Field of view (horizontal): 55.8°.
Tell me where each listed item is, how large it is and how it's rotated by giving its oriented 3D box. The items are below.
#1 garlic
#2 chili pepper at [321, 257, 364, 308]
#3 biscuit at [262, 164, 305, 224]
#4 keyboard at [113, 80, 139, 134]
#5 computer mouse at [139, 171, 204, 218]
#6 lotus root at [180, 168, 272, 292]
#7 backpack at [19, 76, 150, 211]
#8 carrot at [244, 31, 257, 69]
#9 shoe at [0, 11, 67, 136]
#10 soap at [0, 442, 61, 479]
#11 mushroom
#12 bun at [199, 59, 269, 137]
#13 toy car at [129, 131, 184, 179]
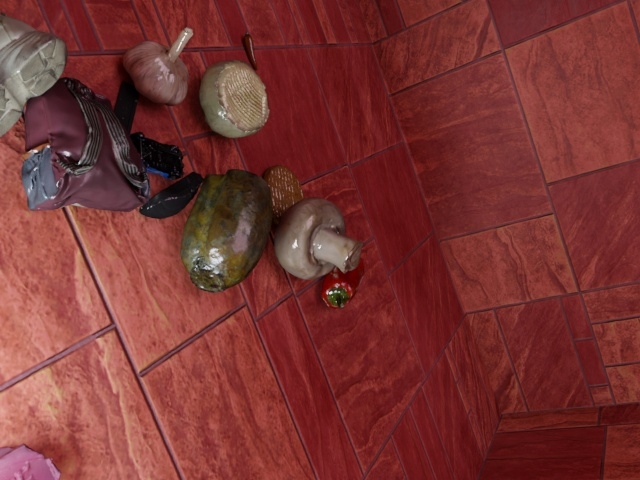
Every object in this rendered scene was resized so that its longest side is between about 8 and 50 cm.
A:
[{"bbox_3d":[-0.421,-0.504,1.700,0.199,0.226,0.199,41,25,-25],"label":"garlic"},{"bbox_3d":[0.068,0.185,2.267,0.338,0.131,0.134,-61,153,-54],"label":"chili pepper"},{"bbox_3d":[-0.131,-0.154,2.194,0.254,0.035,0.253,29,54,-50],"label":"biscuit"},{"bbox_3d":[-0.537,-0.350,1.655,0.060,0.018,0.195,30,52,-40],"label":"keyboard"},{"bbox_3d":[-0.403,-0.113,1.663,0.073,0.122,0.217,54,37,-10],"label":"computer mouse"},{"bbox_3d":[-0.268,-0.021,1.739,0.250,0.251,0.345,45,46,-39],"label":"lotus root"},{"bbox_3d":[-0.548,-0.225,1.402,0.283,0.197,0.316,1,74,-55],"label":"backpack"},{"bbox_3d":[-0.259,-0.704,2.246,0.035,0.035,0.142,-29,108,-58],"label":"carrot"},{"bbox_3d":[-0.715,-0.340,1.257,0.342,0.211,0.132,-51,166,-19],"label":"shoe"},{"bbox_3d":[-0.604,0.480,1.098,0.250,0.099,0.162,-28,94,-59],"label":"soap"},{"bbox_3d":[0.000,0.000,2.064,0.298,0.290,0.297,-25,122,-48],"label":"mushroom"},{"bbox_3d":[-0.295,-0.452,1.956,0.260,0.152,0.259,7,81,-50],"label":"bun"},{"bbox_3d":[-0.464,-0.228,1.668,0.216,0.063,0.103,14,64,-55],"label":"toy car"}]
